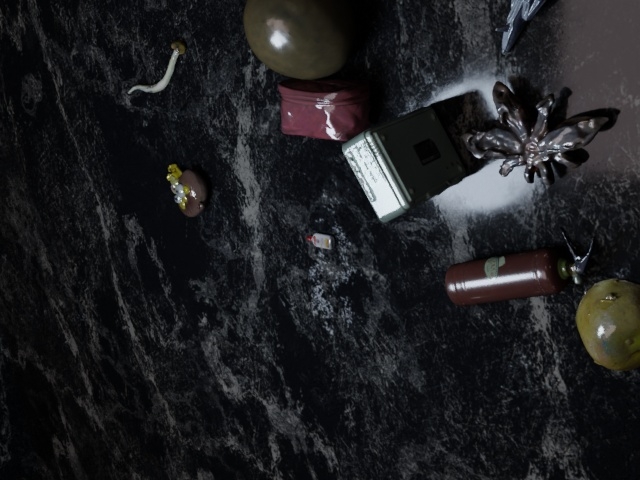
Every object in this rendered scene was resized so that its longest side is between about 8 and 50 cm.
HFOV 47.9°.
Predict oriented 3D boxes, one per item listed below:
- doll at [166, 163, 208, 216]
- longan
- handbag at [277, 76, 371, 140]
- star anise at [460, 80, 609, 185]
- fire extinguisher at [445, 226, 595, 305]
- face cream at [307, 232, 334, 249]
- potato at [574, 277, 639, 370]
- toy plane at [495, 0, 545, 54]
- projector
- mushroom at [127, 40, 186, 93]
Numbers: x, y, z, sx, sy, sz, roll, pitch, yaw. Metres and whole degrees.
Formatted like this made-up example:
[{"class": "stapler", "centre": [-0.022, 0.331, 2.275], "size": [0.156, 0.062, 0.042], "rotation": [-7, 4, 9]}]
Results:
[{"class": "doll", "centre": [-0.404, -0.146, 2.149], "size": [0.188, 0.096, 0.145], "rotation": [18, 113, 44]}, {"class": "longan", "centre": [-0.046, -0.485, 1.610], "size": [0.258, 0.258, 0.258], "rotation": [17, 119, 33]}, {"class": "handbag", "centre": [0.009, -0.318, 1.695], "size": [0.225, 0.146, 0.135], "rotation": [15, 121, 36]}, {"class": "star anise", "centre": [0.412, -0.203, 1.443], "size": [0.258, 0.110, 0.198], "rotation": [27, 124, 20]}, {"class": "fire extinguisher", "centre": [0.432, 0.057, 1.545], "size": [0.344, 0.102, 0.138], "rotation": [-14, 98, 42]}, {"class": "face cream", "centre": [0.000, 0.000, 1.928], "size": [0.083, 0.021, 0.040], "rotation": [11, 115, 36]}, {"class": "potato", "centre": [0.597, 0.190, 1.464], "size": [0.182, 0.117, 0.202], "rotation": [28, 124, 24]}, {"class": "toy plane", "centre": [0.383, -0.471, 1.359], "size": [0.212, 0.088, 0.267], "rotation": [57, 140, 36]}, {"class": "projector", "centre": [0.189, -0.168, 1.537], "size": [0.099, 0.257, 0.192], "rotation": [-26, 91, 45]}, {"class": "mushroom", "centre": [-0.471, -0.479, 2.093], "size": [0.306, 0.043, 0.068], "rotation": [-30, 71, 44]}]
